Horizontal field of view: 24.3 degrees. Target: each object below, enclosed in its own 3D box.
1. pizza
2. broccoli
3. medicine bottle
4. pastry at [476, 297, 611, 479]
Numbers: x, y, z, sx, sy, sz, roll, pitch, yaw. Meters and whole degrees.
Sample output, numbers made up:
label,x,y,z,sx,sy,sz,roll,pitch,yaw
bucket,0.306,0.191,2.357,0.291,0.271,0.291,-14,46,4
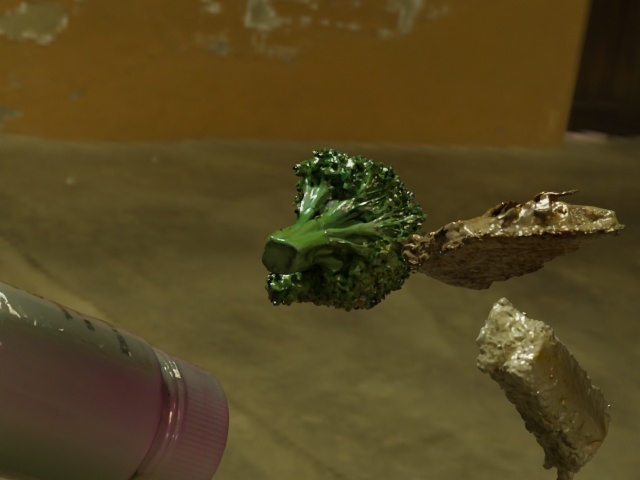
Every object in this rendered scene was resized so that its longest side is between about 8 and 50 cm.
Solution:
label,x,y,z,sx,sy,sz,roll,pitch,yaw
pizza,0.182,-0.008,1.492,0.147,0.069,0.226,9,-22,-29
broccoli,0.000,0.000,1.690,0.194,0.219,0.194,26,35,-20
medicine bottle,-0.309,0.189,1.769,0.388,0.219,0.219,25,0,-42
pastry,0.285,0.183,1.875,0.089,0.258,0.121,-8,40,34
